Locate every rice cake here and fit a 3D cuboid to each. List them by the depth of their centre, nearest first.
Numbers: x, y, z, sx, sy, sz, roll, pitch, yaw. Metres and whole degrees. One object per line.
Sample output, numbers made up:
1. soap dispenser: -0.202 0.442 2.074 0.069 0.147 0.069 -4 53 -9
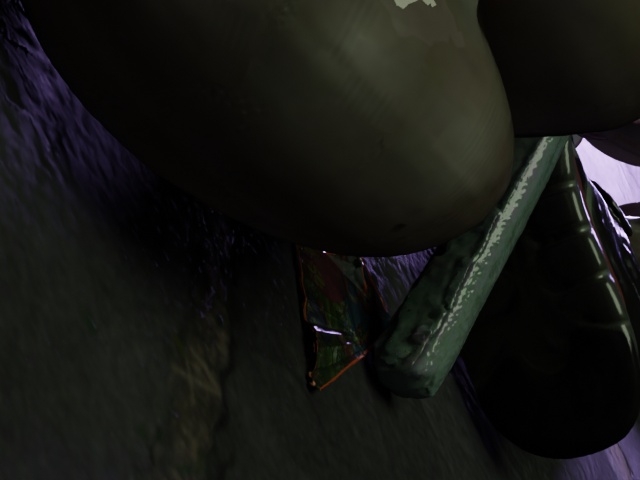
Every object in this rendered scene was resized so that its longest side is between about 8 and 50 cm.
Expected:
1. rice cake: 0.084 -0.012 0.905 0.207 0.033 0.033 -60 144 -23

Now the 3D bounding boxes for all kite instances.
1. kite: 0.000 0.000 0.863 0.159 0.010 0.190 44 29 -47

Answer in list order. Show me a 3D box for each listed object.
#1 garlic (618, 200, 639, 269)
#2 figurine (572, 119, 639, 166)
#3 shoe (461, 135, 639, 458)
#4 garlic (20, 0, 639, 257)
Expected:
1. garlic: 0.227 0.041 1.168 0.127 0.194 0.131 -37 129 -56
2. figurine: 0.171 -0.103 1.170 0.260 0.103 0.205 33 2 -3
3. shoe: 0.114 -0.024 1.030 0.137 0.114 0.291 -3 72 -68
4. garlic: 0.019 -0.086 0.764 0.340 0.246 0.231 46 61 -48
